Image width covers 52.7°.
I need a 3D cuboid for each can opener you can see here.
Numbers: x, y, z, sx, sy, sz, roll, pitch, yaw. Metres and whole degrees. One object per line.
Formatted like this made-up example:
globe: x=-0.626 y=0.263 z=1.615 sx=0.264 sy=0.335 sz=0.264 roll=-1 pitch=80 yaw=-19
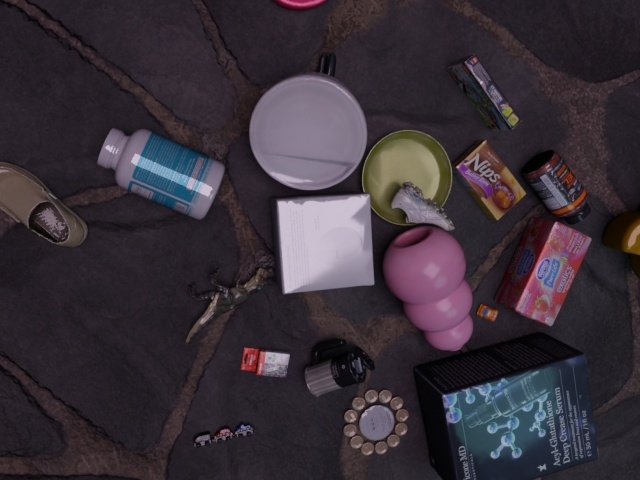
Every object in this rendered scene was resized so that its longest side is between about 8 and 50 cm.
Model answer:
can opener: x=0.008 y=-0.365 z=1.578 sx=0.059 sy=0.073 sz=0.186 roll=3 pitch=94 yaw=27

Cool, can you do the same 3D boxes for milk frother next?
milk frother: x=0.054 y=0.331 z=1.650 sx=0.134 sy=0.129 sz=0.143 roll=-23 pitch=137 yaw=26

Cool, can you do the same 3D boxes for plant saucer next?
plant saucer: x=0.217 y=-0.160 z=1.649 sx=0.240 sy=0.037 sz=0.241 roll=-2 pitch=97 yaw=-13

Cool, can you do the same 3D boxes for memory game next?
memory game: x=0.148 y=0.484 z=1.726 sx=0.186 sy=0.012 sz=0.186 roll=-1 pitch=97 yaw=-12

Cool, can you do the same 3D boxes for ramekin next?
ramekin: x=-0.024 y=-0.263 z=1.497 sx=0.272 sy=0.127 sz=0.273 roll=2 pitch=120 yaw=4

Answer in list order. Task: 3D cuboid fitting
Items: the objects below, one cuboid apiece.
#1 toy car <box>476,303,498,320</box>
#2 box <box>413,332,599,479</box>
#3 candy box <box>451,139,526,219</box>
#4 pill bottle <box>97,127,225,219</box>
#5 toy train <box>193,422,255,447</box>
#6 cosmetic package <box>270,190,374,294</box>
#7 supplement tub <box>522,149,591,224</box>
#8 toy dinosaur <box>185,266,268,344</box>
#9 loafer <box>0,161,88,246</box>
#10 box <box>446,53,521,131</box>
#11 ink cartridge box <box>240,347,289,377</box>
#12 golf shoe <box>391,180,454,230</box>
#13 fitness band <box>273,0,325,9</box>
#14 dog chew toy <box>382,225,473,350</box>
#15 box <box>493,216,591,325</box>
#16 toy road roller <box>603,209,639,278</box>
toy car: x=0.431 y=0.226 z=1.740 sx=0.060 sy=0.040 sz=0.122 roll=40 pitch=87 yaw=-14
box: x=0.481 y=0.448 z=1.690 sx=0.395 sy=0.212 sz=0.294 roll=-14 pitch=100 yaw=-9
candy box: x=0.437 y=-0.158 z=1.688 sx=0.109 sy=0.053 sz=0.187 roll=-41 pitch=104 yaw=-4
pill bottle: x=-0.362 y=-0.160 z=1.471 sx=0.264 sy=0.146 sz=0.146 roll=24 pitch=91 yaw=-14
toy train: x=-0.243 y=0.491 z=1.638 sx=0.158 sy=0.027 sz=0.036 roll=-10 pitch=88 yaw=-10
cosmetic package: x=0.000 y=0.000 z=1.571 sx=0.224 sy=0.138 sz=0.224 roll=-5 pitch=98 yaw=-13
supplement tub: x=0.630 y=-0.136 z=1.706 sx=0.106 sy=0.106 sz=0.198 roll=-43 pitch=104 yaw=-4
toy dinosaur: x=-0.252 y=0.137 z=1.576 sx=0.268 sy=0.064 sz=0.118 roll=-37 pitch=109 yaw=-2
loafer: x=-0.644 y=-0.081 z=1.448 sx=0.268 sy=0.092 sz=0.102 roll=36 pitch=88 yaw=-14
box: x=0.410 y=-0.368 z=1.626 sx=0.036 sy=0.114 sz=0.207 roll=-41 pitch=102 yaw=-4
ink cartridge box: x=-0.140 y=0.308 z=1.634 sx=0.115 sy=0.029 sz=0.063 roll=8 pitch=95 yaw=-13
golf shoe: x=0.256 y=-0.069 z=1.628 sx=0.176 sy=0.069 sz=0.086 roll=37 pitch=108 yaw=-11
fitness band: x=-0.056 y=-0.694 z=1.522 sx=0.209 sy=0.054 sz=0.291 roll=-10 pitch=98 yaw=-8
dog chew toy: x=0.288 y=0.134 z=1.624 sx=0.206 sy=0.206 sz=0.332 roll=-27 pitch=109 yaw=-8
box: x=0.584 y=0.079 z=1.709 sx=0.122 sy=0.128 sz=0.257 roll=24 pitch=92 yaw=-14
toy road roller: x=0.916 y=-0.053 z=1.733 sx=0.240 sy=0.202 sz=0.330 roll=10 pitch=96 yaw=-2
